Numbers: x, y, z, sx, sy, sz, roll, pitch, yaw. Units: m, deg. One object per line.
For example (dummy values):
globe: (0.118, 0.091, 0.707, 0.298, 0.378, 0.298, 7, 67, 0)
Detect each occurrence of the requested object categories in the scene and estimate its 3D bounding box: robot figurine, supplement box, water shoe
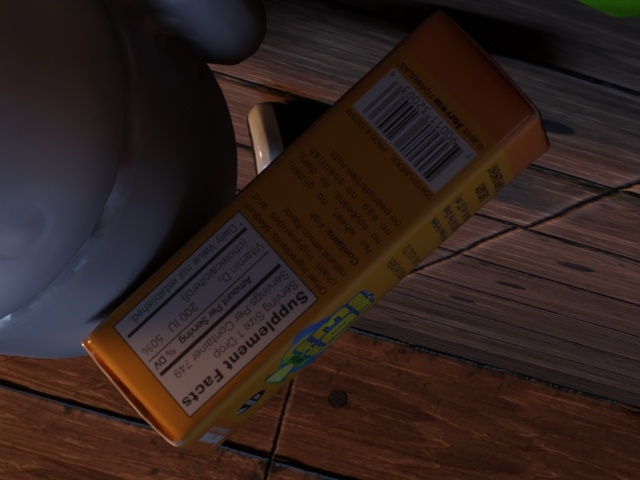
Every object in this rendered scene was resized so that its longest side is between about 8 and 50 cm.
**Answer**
robot figurine: (-0.162, -0.046, 0.794, 0.200, 0.300, 0.353, 54, -174, 12)
supplement box: (0.000, 0.000, 0.801, 0.080, 0.233, 0.078, 50, -177, 14)
water shoe: (0.012, -0.053, 1.124, 0.080, 0.073, 0.203, -14, 164, 14)

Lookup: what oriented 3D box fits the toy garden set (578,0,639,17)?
toy garden set: (0.164, -0.092, 0.491, 0.244, 0.049, 0.204, 19, 174, -25)
